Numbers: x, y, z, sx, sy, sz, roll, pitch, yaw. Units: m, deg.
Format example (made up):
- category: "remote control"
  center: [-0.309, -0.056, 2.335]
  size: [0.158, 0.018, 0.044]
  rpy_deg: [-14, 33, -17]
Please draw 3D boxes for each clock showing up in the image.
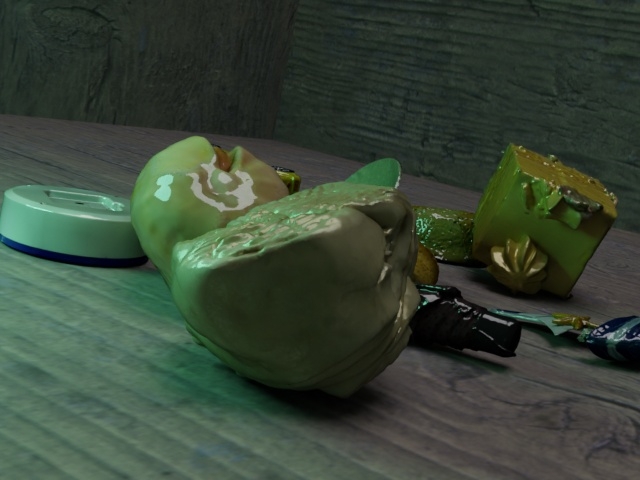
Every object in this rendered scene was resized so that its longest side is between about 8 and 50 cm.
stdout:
- category: "clock"
  center: [-0.369, -0.026, 1.505]
  size: [0.230, 0.083, 0.230]
  rpy_deg: [13, 10, -2]

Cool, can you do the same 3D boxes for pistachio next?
- category: "pistachio"
  center: [-0.151, -0.023, 1.342]
  size: [0.229, 0.230, 0.309]
  rpy_deg: [9, -7, -13]

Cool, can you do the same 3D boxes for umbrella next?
- category: "umbrella"
  center: [0.121, 0.092, 1.364]
  size: [0.326, 0.090, 0.094]
  rpy_deg: [16, -11, 25]

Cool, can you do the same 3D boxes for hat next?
- category: "hat"
  center: [0.082, -0.007, 1.714]
  size: [0.130, 0.257, 0.257]
  rpy_deg: [44, -3, -21]

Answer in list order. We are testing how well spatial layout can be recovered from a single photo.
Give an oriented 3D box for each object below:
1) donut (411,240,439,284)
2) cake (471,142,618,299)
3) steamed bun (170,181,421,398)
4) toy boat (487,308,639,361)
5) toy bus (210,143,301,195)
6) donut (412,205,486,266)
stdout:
- category: "donut"
  center: [0.097, 0.053, 1.465]
  size: [0.151, 0.152, 0.058]
  rpy_deg: [14, 47, 12]
- category: "cake"
  center: [0.433, -0.028, 1.931]
  size: [0.222, 0.227, 0.286]
  rpy_deg: [23, 21, -4]
- category: "steamed bun"
  center: [-0.014, 0.059, 1.082]
  size: [0.276, 0.203, 0.289]
  rpy_deg: [-15, 10, -3]
- category: "toy boat"
  center: [0.398, 0.143, 1.569]
  size: [0.291, 0.067, 0.220]
  rpy_deg: [5, 2, 39]
- category: "toy bus"
  center: [-0.200, -0.109, 1.996]
  size: [0.331, 0.145, 0.151]
  rpy_deg: [20, 14, 39]
- category: "donut"
  center: [0.258, -0.025, 2.182]
  size: [0.272, 0.107, 0.272]
  rpy_deg: [11, 7, -1]
